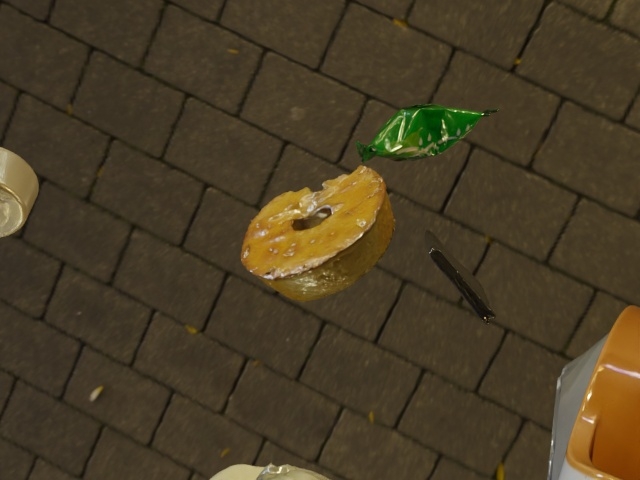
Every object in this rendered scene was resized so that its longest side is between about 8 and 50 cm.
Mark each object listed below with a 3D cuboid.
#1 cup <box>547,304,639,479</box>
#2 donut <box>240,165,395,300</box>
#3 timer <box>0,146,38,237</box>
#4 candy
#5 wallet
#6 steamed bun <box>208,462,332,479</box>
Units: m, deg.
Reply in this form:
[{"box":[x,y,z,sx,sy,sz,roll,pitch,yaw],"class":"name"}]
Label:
[{"box":[0.228,0.142,0.388,0.264,0.226,0.182,14,88,28],"class":"cup"},{"box":[0.000,0.000,0.546,0.108,0.097,0.043,-14,128,34],"class":"donut"},{"box":[-0.568,-0.009,1.349,0.175,0.266,0.175,-4,139,-3],"class":"timer"},{"box":[0.149,-0.164,1.212,0.203,0.141,0.078,-16,107,3],"class":"candy"},{"box":[0.189,0.044,1.164,0.025,0.244,0.124,-41,91,9],"class":"wallet"},{"box":[-0.028,0.430,0.988,0.247,0.339,0.352,1,94,-15],"class":"steamed bun"}]
